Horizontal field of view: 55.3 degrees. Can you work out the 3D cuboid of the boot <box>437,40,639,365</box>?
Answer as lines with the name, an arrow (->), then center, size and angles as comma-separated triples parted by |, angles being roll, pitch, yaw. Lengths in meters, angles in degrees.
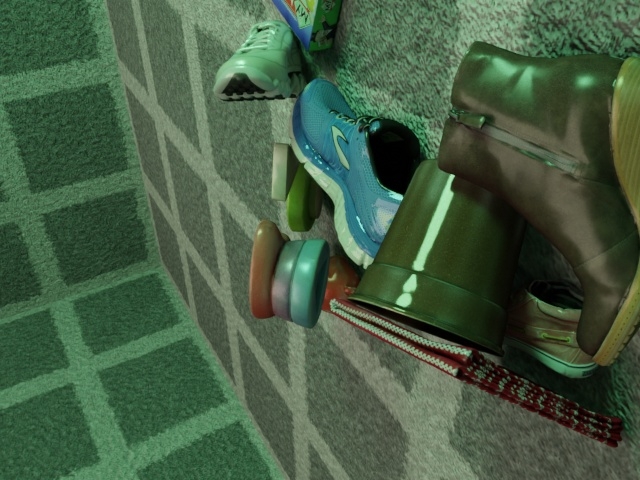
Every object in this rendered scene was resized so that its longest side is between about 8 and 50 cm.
boot -> 0.199, -0.036, 0.528 | 0.206, 0.090, 0.249 | 22, 116, 33

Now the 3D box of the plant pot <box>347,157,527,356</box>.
plant pot -> 0.135, 0.014, 0.635 | 0.167, 0.167, 0.165 | 5, 71, 65

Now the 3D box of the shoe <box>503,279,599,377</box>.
shoe -> 0.222, 0.074, 0.666 | 0.178, 0.063, 0.081 | 27, 131, 51

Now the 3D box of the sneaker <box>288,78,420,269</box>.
sneaker -> 0.065, -0.117, 0.818 | 0.147, 0.129, 0.330 | -55, 47, 35

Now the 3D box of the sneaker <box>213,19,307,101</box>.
sneaker -> -0.086, -0.264, 0.899 | 0.292, 0.110, 0.118 | -65, -25, -73

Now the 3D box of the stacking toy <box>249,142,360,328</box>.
stacking toy -> 0.000, 0.000, 0.972 | 0.309, 0.130, 0.280 | 10, -92, -80

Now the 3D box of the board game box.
board game box -> -0.056, -0.461, 0.882 | 0.317, 0.046, 0.214 | 59, 154, 26

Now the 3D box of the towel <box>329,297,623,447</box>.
towel -> 0.161, 0.131, 0.628 | 0.199, 0.274, 0.031 | 18, 81, 57
